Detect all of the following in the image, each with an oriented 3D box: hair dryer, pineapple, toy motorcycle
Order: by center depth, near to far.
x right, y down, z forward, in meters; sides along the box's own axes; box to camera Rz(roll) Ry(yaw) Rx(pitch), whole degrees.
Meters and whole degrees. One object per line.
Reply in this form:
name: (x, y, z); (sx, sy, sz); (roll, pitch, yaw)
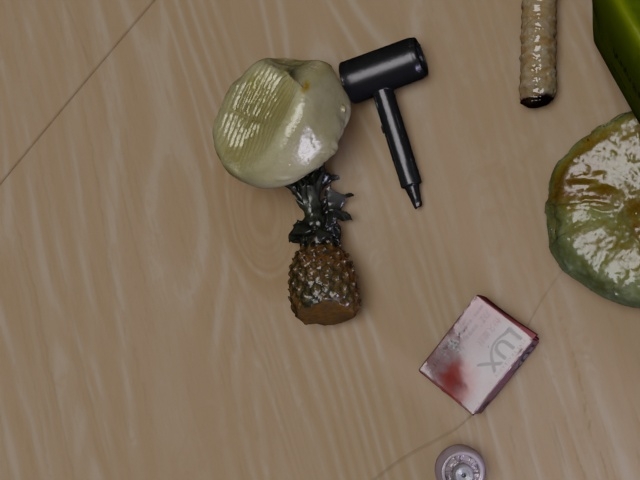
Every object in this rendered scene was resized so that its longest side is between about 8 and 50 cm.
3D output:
toy motorcycle: (0.182, 0.420, 1.731); (0.112, 0.112, 0.254); (20, 90, 22)
hair dryer: (0.128, -0.176, 1.834); (0.128, 0.070, 0.255); (-20, 85, 17)
pineapple: (0.000, 0.000, 1.842); (0.125, 0.125, 0.251); (-15, 69, 19)

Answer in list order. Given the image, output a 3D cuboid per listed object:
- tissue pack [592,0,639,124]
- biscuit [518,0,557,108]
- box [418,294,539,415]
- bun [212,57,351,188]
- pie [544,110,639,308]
tissue pack: (0.481, -0.242, 1.577); (0.167, 0.200, 0.275); (-23, 61, 1)
biscuit: (0.323, -0.304, 1.767); (0.061, 0.055, 0.219); (-4, 83, 37)
box: (0.231, 0.168, 1.751); (0.111, 0.060, 0.156); (38, 99, 19)
bun: (-0.051, -0.181, 1.839); (0.229, 0.145, 0.229); (-16, 66, 40)
pie: (0.459, -0.046, 1.679); (0.306, 0.071, 0.306); (-3, 80, 20)
